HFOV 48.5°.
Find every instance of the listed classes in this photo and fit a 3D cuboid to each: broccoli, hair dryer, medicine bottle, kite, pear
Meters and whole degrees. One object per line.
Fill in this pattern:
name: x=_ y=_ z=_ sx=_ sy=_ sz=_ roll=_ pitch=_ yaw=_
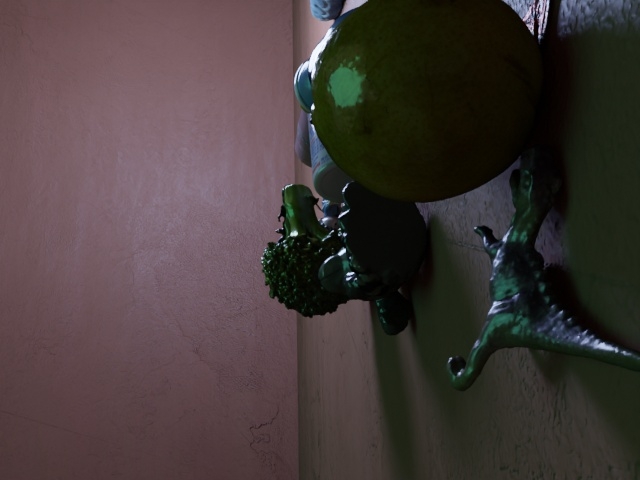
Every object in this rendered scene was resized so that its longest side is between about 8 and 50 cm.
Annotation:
broccoli: x=0.008 y=0.009 z=1.363 sx=0.180 sy=0.242 sz=0.273 roll=-15 pitch=81 yaw=60
hair dryer: x=0.018 y=-0.370 z=1.687 sx=0.210 sy=0.125 sz=0.352 roll=105 pitch=169 yaw=-62
medicine bottle: x=0.038 y=-0.245 z=1.401 sx=0.130 sy=0.130 sz=0.341 roll=100 pitch=167 yaw=-55
kite: x=0.188 y=-0.146 z=0.676 sx=0.222 sy=0.008 sz=0.125 roll=109 pitch=160 yaw=-69
pear: x=0.090 y=-0.133 z=0.654 sx=0.209 sy=0.209 sz=0.208 roll=180 pitch=90 yaw=-83

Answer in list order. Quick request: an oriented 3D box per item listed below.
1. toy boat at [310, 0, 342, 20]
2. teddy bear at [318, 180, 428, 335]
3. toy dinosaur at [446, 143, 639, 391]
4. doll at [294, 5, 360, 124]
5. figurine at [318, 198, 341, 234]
toy boat: x=-0.004 y=-0.695 z=1.820 sx=0.330 sy=0.123 sz=0.215 roll=171 pitch=100 yaw=-84
teddy bear: x=0.076 y=0.048 z=1.063 sx=0.251 sy=0.144 sz=0.171 roll=96 pitch=157 yaw=-56
toy dinosaur: x=0.172 y=0.054 z=0.570 sx=0.251 sy=0.072 sz=0.199 roll=-83 pitch=10 yaw=-47
doll: x=0.050 y=-0.286 z=1.186 sx=0.314 sy=0.141 sz=0.177 roll=175 pitch=110 yaw=-69
figurine: x=0.024 y=-0.058 z=1.757 sx=0.086 sy=0.087 sz=0.149 roll=7 pitch=-97 yaw=-59
